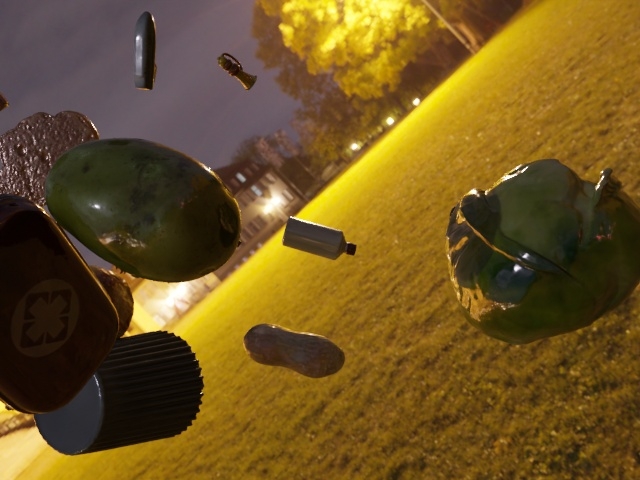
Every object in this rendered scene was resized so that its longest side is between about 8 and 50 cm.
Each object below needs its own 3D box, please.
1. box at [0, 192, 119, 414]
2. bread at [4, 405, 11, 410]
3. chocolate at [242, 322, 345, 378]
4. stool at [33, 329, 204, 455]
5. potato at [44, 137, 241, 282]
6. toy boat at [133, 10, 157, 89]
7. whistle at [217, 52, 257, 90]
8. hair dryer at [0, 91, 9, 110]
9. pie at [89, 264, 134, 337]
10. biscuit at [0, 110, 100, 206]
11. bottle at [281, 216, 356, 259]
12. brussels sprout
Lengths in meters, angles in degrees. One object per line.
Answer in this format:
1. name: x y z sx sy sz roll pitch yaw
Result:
1. box: -0.491 0.117 1.046 0.263 0.108 0.404 -59 -31 -34
2. bread: -0.791 0.423 1.662 0.070 0.083 0.035 -62 33 12
3. chocolate: -0.077 0.326 1.834 0.134 0.309 0.134 -165 90 -84
4. stool: -0.513 0.388 1.589 0.297 0.297 0.330 -44 -21 18
5. potato: -0.268 -0.052 0.959 0.216 0.304 0.216 -53 -15 -21
6. toy boat: -0.602 -0.654 2.159 0.085 0.078 0.261 -29 -54 -66
7. whistle: -0.211 -0.436 1.580 0.046 0.109 0.057 -3 55 54
8. hair dryer: -0.833 -0.326 1.343 0.352 0.210 0.125 -2 40 45
9. pie: -0.559 0.153 1.612 0.084 0.205 0.179 -32 40 12
10. biscuit: -0.837 -0.245 1.904 0.375 0.269 0.051 -30 -2 8
11. bottle: 0.000 0.000 2.066 0.104 0.245 0.104 16 -90 -89
12. brussels sprout: 0.450 0.030 1.301 0.425 0.343 0.361 -30 10 31
